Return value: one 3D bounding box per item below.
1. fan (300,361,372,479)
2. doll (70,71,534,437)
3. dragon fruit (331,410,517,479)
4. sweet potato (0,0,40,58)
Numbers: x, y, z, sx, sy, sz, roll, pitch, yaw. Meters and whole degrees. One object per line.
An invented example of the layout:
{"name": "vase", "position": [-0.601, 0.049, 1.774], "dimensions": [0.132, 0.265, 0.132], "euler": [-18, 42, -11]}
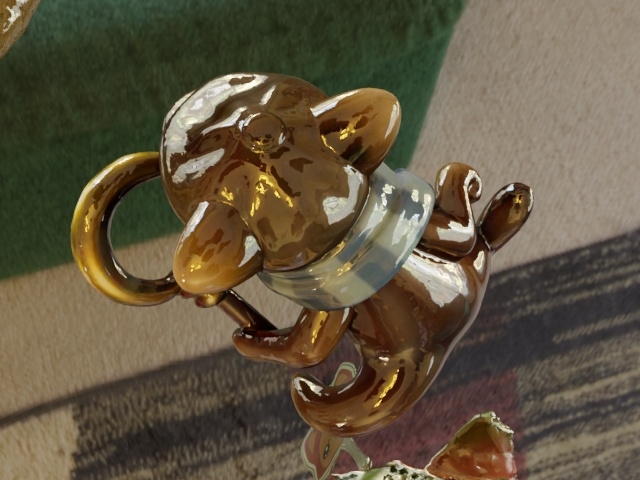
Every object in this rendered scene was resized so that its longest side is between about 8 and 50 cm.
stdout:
{"name": "fan", "position": [0.022, 0.201, 1.242], "dimensions": [0.009, 0.220, 0.132], "euler": [22, 94, -14]}
{"name": "doll", "position": [-0.001, -0.002, 0.990], "dimensions": [0.318, 0.340, 0.209], "euler": [-43, 45, 5]}
{"name": "dragon fruit", "position": [0.044, 0.180, 0.573], "dimensions": [0.200, 0.269, 0.198], "euler": [3, 54, 17]}
{"name": "sweet potato", "position": [-0.290, -0.256, 1.106], "dimensions": [0.075, 0.075, 0.269], "euler": [8, 71, -2]}
